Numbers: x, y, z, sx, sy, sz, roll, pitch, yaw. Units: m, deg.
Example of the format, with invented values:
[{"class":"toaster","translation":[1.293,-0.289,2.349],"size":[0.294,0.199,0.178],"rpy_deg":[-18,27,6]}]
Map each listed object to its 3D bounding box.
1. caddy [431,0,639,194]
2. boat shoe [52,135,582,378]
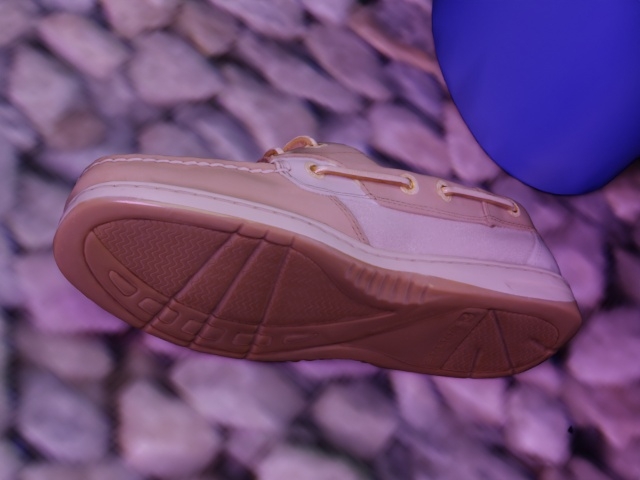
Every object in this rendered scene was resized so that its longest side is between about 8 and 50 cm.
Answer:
[{"class":"caddy","translation":[0.187,-0.145,0.535],"size":[0.241,0.179,0.341],"rpy_deg":[22,49,-8]},{"class":"boat shoe","translation":[0.000,0.000,0.416],"size":[0.170,0.063,0.059],"rpy_deg":[14,47,-28]}]
